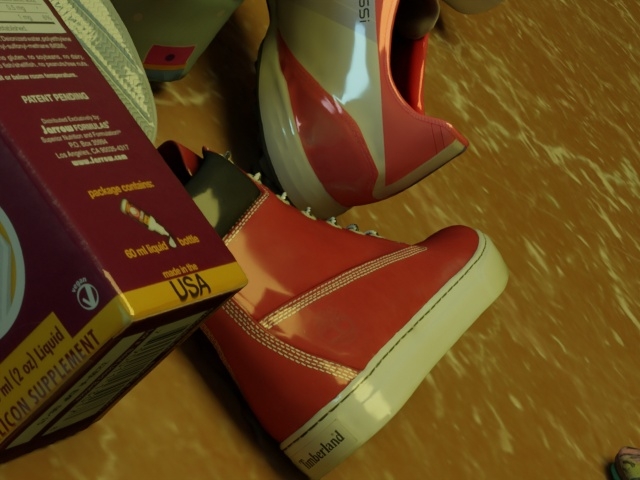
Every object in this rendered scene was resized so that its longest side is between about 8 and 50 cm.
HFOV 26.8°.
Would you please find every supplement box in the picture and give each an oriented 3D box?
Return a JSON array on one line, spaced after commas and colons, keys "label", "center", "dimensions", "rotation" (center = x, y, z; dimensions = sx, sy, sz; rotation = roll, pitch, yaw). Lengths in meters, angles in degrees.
[{"label": "supplement box", "center": [-0.131, -0.022, 0.522], "dimensions": [0.188, 0.104, 0.081], "rotation": [53, 27, 11]}]

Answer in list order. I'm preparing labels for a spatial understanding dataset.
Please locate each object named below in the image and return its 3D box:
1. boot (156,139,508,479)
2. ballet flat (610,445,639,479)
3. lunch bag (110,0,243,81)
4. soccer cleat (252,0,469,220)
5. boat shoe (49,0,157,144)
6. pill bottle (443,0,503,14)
[{"label": "boot", "center": [0.000, 0.000, 0.720], "dimensions": [0.176, 0.088, 0.244], "rotation": [48, 29, 3]}, {"label": "ballet flat", "center": [0.279, 0.212, 0.861], "dimensions": [0.077, 0.079, 0.221], "rotation": [-2, 54, -57]}, {"label": "lunch bag", "center": [-0.154, -0.229, 0.764], "dimensions": [0.224, 0.108, 0.279], "rotation": [23, 36, -42]}, {"label": "soccer cleat", "center": [0.015, -0.170, 0.836], "dimensions": [0.108, 0.116, 0.318], "rotation": [33, 45, -57]}, {"label": "boat shoe", "center": [-0.166, -0.114, 0.624], "dimensions": [0.226, 0.076, 0.083], "rotation": [53, 44, -2]}, {"label": "pill bottle", "center": [0.067, -0.330, 1.181], "dimensions": [0.283, 0.160, 0.160], "rotation": [31, 31, -30]}]
